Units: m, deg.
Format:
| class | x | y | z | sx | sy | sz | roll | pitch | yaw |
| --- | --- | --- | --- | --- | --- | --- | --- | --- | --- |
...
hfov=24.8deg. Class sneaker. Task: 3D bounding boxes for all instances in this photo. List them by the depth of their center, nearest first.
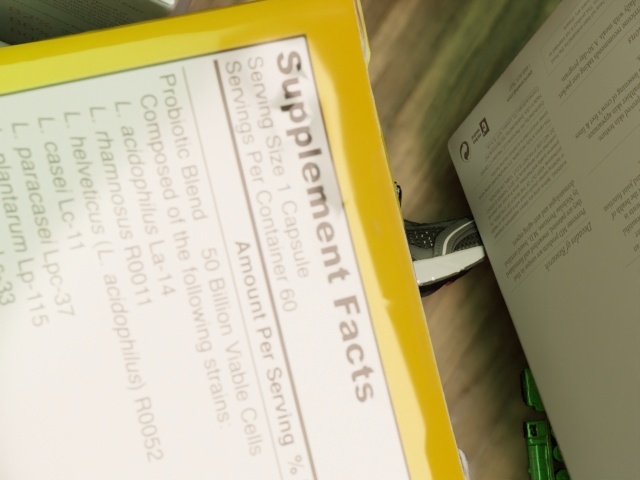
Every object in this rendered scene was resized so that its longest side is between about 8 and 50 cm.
| class | x | y | z | sx | sy | sz | roll | pitch | yaw |
| --- | --- | --- | --- | --- | --- | --- | --- | --- | --- |
| sneaker | 0.000 | 0.000 | 0.755 | 0.178 | 0.072 | 0.077 | -10 | 81 | -13 |

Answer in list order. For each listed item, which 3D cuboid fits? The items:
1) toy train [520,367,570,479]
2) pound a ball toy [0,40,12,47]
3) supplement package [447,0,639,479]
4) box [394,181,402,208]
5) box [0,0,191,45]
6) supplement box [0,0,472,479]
| class | x | y | z | sx | sy | sz | roll | pitch | yaw |
| --- | --- | --- | --- | --- | --- | --- | --- | --- | --- |
| toy train | 0.122 | 0.108 | 0.788 | 0.024 | 0.017 | 0.083 | -4 | 82 | -2 |
| pound a ball toy | -0.327 | -0.055 | 0.688 | 0.319 | 0.136 | 0.208 | 22 | 103 | -7 |
| supplement package | 0.222 | 0.009 | 0.680 | 0.198 | 0.199 | 0.262 | -7 | 66 | -26 |
| box | -0.061 | 0.056 | 0.698 | 0.184 | 0.045 | 0.190 | 5 | 94 | 6 |
| box | -0.120 | -0.151 | 0.704 | 0.130 | 0.170 | 0.091 | 23 | 77 | -7 |
| supplement box | -0.156 | 0.049 | 0.526 | 0.357 | 0.195 | 0.194 | -13 | 92 | -18 |
